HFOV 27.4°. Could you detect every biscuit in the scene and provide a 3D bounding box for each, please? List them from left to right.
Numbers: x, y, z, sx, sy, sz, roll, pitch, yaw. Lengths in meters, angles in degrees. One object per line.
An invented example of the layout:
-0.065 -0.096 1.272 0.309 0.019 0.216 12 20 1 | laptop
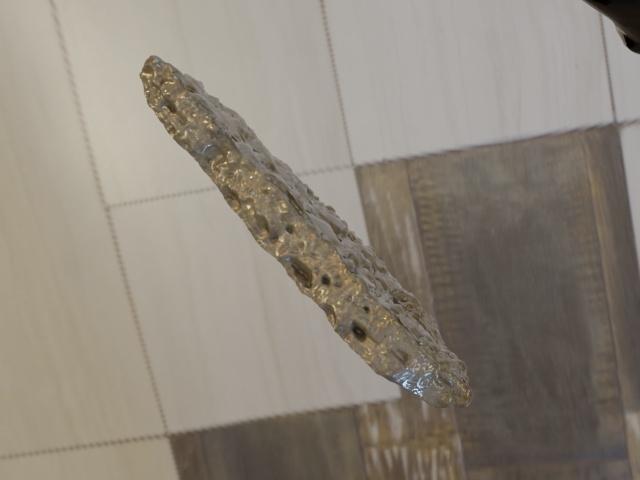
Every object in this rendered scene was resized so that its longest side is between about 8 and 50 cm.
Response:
-0.001 0.001 0.835 0.038 0.141 0.290 -45 73 10 | biscuit

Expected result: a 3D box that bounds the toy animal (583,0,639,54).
0.188 -0.168 0.436 0.235 0.187 0.165 -11 106 46 | toy animal
